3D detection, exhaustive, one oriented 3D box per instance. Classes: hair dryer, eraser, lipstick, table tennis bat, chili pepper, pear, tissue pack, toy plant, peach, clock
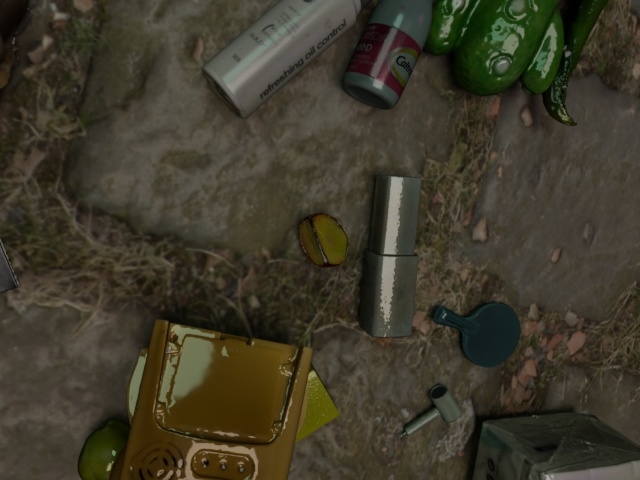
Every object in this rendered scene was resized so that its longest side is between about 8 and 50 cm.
[{"bbox_3d":[0.190,0.320,0.903,0.124,0.038,0.063,-32,107,-2],"label":"hair dryer"},{"bbox_3d":[-0.044,0.271,0.811,0.122,0.045,0.097,-31,107,-9],"label":"eraser"},{"bbox_3d":[0.112,0.023,0.795,0.077,0.079,0.253,0,99,-16],"label":"lipstick"},{"bbox_3d":[0.285,0.161,0.901,0.201,0.033,0.124,22,91,-22],"label":"table tennis bat"},{"bbox_3d":[0.446,-0.366,0.829,0.084,0.076,0.359,21,91,-41],"label":"chili pepper"},{"bbox_3d":[-0.305,0.310,0.717,0.092,0.092,0.097,-4,60,-17],"label":"pear"},{"bbox_3d":[0.428,0.524,0.929,0.266,0.194,0.357,2,101,-19],"label":"tissue pack"},{"bbox_3d":[0.318,-0.366,0.757,0.224,0.184,0.316,36,104,-13],"label":"toy plant"},{"bbox_3d":[0.000,0.000,0.769,0.083,0.050,0.077,33,66,-30],"label":"peach"},{"bbox_3d":[-0.148,0.278,0.645,0.244,0.200,0.317,13,67,-8],"label":"clock"}]

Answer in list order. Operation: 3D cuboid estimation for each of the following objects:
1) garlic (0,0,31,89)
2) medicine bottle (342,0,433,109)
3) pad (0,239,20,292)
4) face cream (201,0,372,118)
[{"bbox_3d":[-0.430,-0.212,0.521,0.207,0.257,0.207,2,140,2],"label":"garlic"},{"bbox_3d":[0.113,-0.308,0.725,0.090,0.090,0.217,24,92,-20],"label":"medicine bottle"},{"bbox_3d":[-0.512,-0.026,0.628,0.163,0.004,0.243,-18,105,-14],"label":"pad"},{"bbox_3d":[-0.020,-0.301,0.686,0.311,0.092,0.092,-44,109,-7],"label":"face cream"}]
